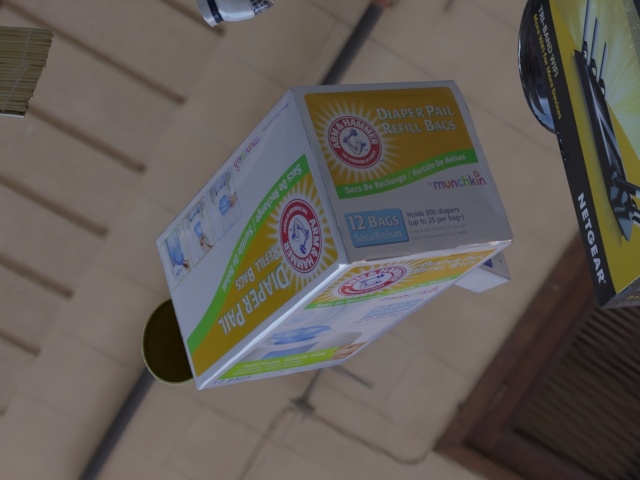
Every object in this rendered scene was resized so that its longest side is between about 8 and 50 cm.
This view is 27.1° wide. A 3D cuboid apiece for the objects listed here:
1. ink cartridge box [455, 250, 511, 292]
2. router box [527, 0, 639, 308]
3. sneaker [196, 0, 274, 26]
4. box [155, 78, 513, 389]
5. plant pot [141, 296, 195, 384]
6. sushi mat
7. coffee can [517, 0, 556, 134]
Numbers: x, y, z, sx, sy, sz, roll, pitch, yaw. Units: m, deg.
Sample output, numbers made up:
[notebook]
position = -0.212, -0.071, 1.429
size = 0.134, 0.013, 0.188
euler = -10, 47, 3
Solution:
[ink cartridge box]
position = 0.138, -0.043, 1.748
size = 0.371, 0.069, 0.176
euler = 22, -133, -61
[router box]
position = 0.287, -0.126, 1.136
size = 0.081, 0.243, 0.309
euler = -3, -113, -16
[sneaker]
position = -0.130, -0.397, 1.697
size = 0.090, 0.094, 0.235
euler = -64, -40, -75
[box]
position = 0.000, 0.000, 0.774
size = 0.114, 0.203, 0.103
euler = -6, -111, -33
[plant pot]
position = -0.184, 0.154, 1.981
size = 0.134, 0.134, 0.095
euler = 39, -172, 32
[sushi mat]
position = -0.449, -0.192, 1.406
size = 0.316, 0.019, 0.151
euler = 6, -140, 1
[coffee can]
position = 0.402, -0.226, 1.559
size = 0.275, 0.202, 0.201
euler = 3, 169, 42
